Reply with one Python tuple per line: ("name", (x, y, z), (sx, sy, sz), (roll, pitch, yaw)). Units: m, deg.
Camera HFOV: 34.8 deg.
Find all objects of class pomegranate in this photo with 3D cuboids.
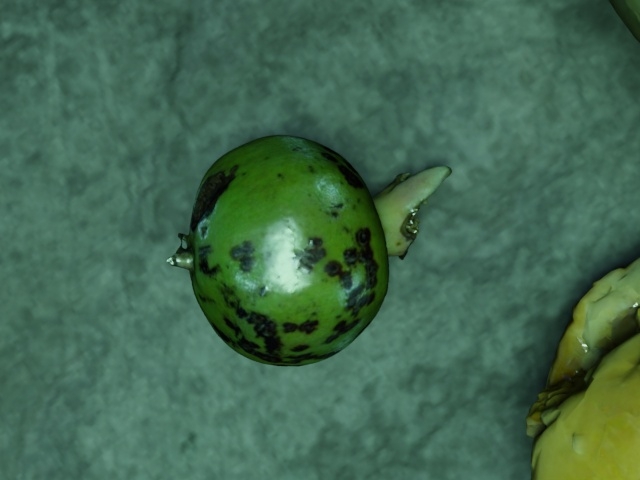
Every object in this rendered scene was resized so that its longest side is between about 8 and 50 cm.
("pomegranate", (0.000, 0.000, 0.540), (0.161, 0.122, 0.122), (-18, 91, -21))

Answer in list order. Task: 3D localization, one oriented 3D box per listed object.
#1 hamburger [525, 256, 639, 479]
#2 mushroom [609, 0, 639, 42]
("hamburger", (0.257, 0.146, 0.489), (0.304, 0.174, 0.284), (-4, 104, 13))
("mushroom", (0.239, -0.176, 0.408), (0.352, 0.260, 0.352), (9, 72, -30))
